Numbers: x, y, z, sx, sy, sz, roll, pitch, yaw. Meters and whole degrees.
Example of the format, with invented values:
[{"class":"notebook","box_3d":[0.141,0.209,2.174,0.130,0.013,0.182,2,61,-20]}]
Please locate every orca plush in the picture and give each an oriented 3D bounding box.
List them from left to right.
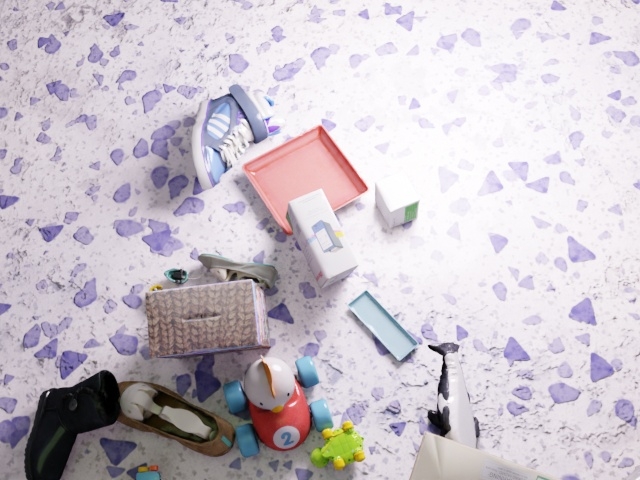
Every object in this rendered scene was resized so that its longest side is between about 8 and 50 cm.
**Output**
[{"class":"orca plush","box_3d":[0.274,0.378,1.667,0.102,0.151,0.287,-20,77,33]}]

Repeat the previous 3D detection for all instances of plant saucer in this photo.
[{"class":"plant saucer","box_3d":[-0.041,-0.158,1.982,0.259,0.048,0.258,-29,66,-12]},{"class":"plant saucer","box_3d":[0.152,0.208,1.806,0.067,0.018,0.192,-38,68,-15]}]

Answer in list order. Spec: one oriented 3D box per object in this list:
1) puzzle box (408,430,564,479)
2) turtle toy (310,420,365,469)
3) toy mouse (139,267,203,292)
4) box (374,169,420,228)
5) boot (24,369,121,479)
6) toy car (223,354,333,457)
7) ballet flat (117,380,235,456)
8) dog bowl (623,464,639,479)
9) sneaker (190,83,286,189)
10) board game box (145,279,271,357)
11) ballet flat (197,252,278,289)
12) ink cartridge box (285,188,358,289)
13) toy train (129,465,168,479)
[{"class":"puzzle box","box_3d":[0.369,0.593,1.522,0.409,0.052,0.272,19,81,5]},{"class":"turtle toy","box_3d":[0.038,0.470,1.655,0.130,0.066,0.095,-20,64,-6]},{"class":"toy mouse","box_3d":[-0.358,0.125,1.868,0.143,0.031,0.161,-30,66,-11]},{"class":"box","box_3d":[0.198,-0.106,1.912,0.087,0.101,0.102,-21,64,-7]},{"class":"boot","box_3d":[-0.552,0.425,1.653,0.207,0.094,0.246,-20,54,26]},{"class":"toy car","box_3d":[-0.103,0.346,1.629,0.219,0.238,0.210,-18,64,-5]},{"class":"ballet flat","box_3d":[-0.356,0.395,1.682,0.342,0.124,0.116,22,67,14]},{"class":"dog bowl","box_3d":[0.749,0.627,1.518,0.349,0.102,0.349,-2,63,3]},{"class":"sneaker","box_3d":[-0.213,-0.285,1.990,0.236,0.130,0.323,-7,50,7]},{"class":"board game box","box_3d":[-0.245,0.186,1.674,0.232,0.291,0.141,-7,80,0]},{"class":"ballet flat","box_3d":[-0.216,0.082,1.861,0.213,0.072,0.068,10,69,7]},{"class":"ink cartridge box","box_3d":[0.000,0.000,1.813,0.093,0.154,0.212,-23,81,-10]},{"class":"toy train","box_3d":[-0.401,0.583,1.638,0.166,0.046,0.125,-43,70,-13]}]
